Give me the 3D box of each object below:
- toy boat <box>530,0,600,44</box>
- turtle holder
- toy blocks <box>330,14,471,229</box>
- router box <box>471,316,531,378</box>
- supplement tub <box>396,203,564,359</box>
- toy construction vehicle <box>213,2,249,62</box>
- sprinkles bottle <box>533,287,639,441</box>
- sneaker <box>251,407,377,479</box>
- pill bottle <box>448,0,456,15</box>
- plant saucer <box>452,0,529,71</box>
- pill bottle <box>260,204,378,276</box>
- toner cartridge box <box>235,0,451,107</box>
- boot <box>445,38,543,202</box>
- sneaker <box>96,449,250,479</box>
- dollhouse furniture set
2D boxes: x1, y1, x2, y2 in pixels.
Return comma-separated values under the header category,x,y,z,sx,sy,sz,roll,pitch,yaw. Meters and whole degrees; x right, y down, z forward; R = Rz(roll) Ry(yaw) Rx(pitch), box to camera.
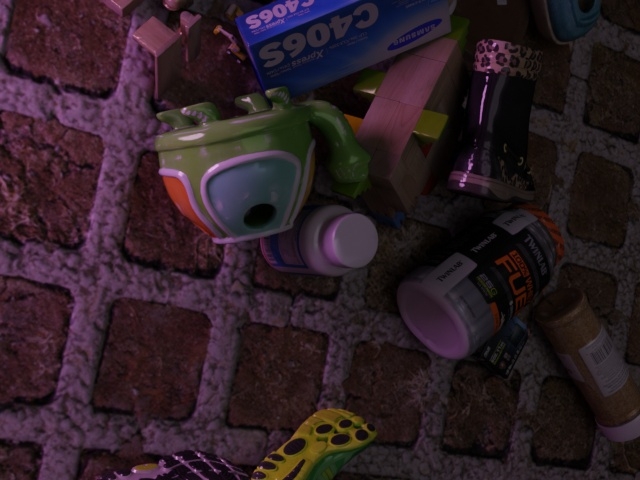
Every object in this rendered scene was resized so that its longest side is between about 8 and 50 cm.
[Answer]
category,x,y,z,sx,sy,sz,roll,pitch,yaw
toy boat,0.561,-0.567,2.133,0.318,0.148,0.267,-35,123,-33
turtle holder,-0.106,-0.127,1.683,0.320,0.243,0.227,-18,100,-41
toy blocks,0.177,-0.187,1.883,0.381,0.191,0.261,-64,152,-14
router box,0.371,0.209,2.111,0.092,0.038,0.122,39,71,-26
supplement tub,0.315,0.069,1.981,0.316,0.193,0.193,-38,110,-26
toy construction vehicle,-0.130,-0.359,1.780,0.098,0.035,0.086,42,69,-26
sprinkles bottle,0.589,0.268,2.203,0.121,0.121,0.355,-43,112,-24
sneaker,-0.019,0.401,1.841,0.295,0.109,0.123,-27,142,-39
pill bottle,0.123,-0.501,1.859,0.153,0.153,0.264,-49,120,-22
plant saucer,0.323,-0.479,2.068,0.278,0.041,0.277,0,90,-33
pill bottle,0.000,0.000,1.760,0.124,0.221,0.124,-1,92,-33
toner cartridge box,0.044,-0.365,1.737,0.348,0.075,0.165,-23,148,-2
boot,0.343,-0.218,1.923,0.377,0.138,0.284,-7,108,-65
sneaker,-0.252,0.428,1.698,0.279,0.107,0.118,-4,111,-29
dollhouse furniture set,-0.274,-0.355,1.694,0.151,0.123,0.144,39,66,10
